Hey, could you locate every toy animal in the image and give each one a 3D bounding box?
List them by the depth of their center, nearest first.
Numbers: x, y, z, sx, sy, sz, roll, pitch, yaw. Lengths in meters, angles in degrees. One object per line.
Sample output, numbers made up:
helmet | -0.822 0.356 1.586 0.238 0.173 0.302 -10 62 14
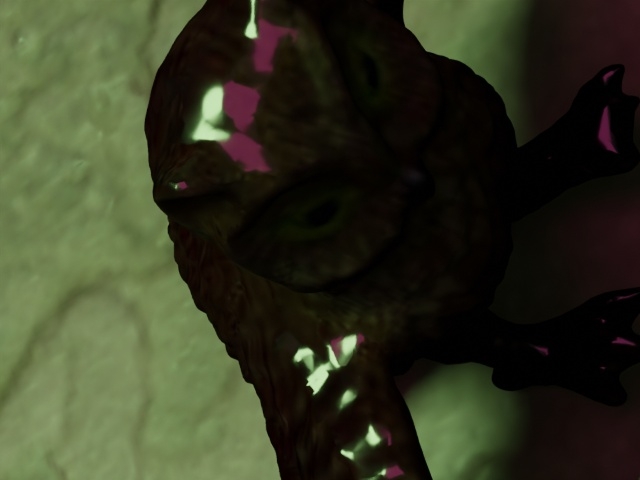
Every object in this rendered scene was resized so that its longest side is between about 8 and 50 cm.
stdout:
toy animal | -0.002 -0.002 0.402 0.116 0.179 0.218 -2 74 30

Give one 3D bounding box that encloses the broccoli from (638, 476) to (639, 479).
broccoli | 0.176 0.063 0.241 0.288 0.235 0.260 -12 59 20
